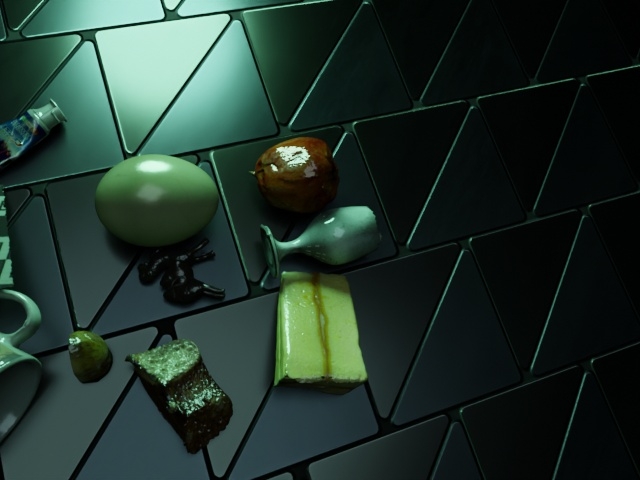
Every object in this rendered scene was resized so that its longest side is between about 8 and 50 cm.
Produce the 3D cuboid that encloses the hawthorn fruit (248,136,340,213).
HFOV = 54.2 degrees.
[{"bbox_3d":[-0.046,-0.136,1.362,0.179,0.173,0.173,-30,80,2],"label":"hawthorn fruit"}]

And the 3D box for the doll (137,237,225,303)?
[{"bbox_3d":[-0.289,0.069,1.285,0.165,0.057,0.138,-13,76,-8],"label":"doll"}]

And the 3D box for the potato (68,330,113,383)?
[{"bbox_3d":[-0.432,0.214,1.175,0.067,0.103,0.096,-9,75,-13],"label":"potato"}]

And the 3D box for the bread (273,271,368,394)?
[{"bbox_3d":[-0.004,0.168,1.258,0.168,0.163,0.263,3,70,-11],"label":"bread"}]

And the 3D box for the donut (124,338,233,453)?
[{"bbox_3d":[-0.263,0.285,1.190,0.126,0.144,0.187,-29,50,-26],"label":"donut"}]

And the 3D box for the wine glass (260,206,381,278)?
[{"bbox_3d":[0.000,0.000,1.337,0.242,0.126,0.126,-13,75,-14],"label":"wine glass"}]

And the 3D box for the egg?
[{"bbox_3d":[-0.324,-0.080,1.255,0.242,0.186,0.185,-6,73,-17],"label":"egg"}]

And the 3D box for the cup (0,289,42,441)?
[{"bbox_3d":[-0.631,0.199,1.067,0.257,0.227,0.301,32,75,5],"label":"cup"}]

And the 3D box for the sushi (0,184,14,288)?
[{"bbox_3d":[-0.743,0.041,1.140,0.340,0.068,0.320,-14,45,-20],"label":"sushi"}]

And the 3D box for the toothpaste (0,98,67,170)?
[{"bbox_3d":[-0.654,-0.196,1.296,0.266,0.061,0.096,-40,85,-16],"label":"toothpaste"}]
